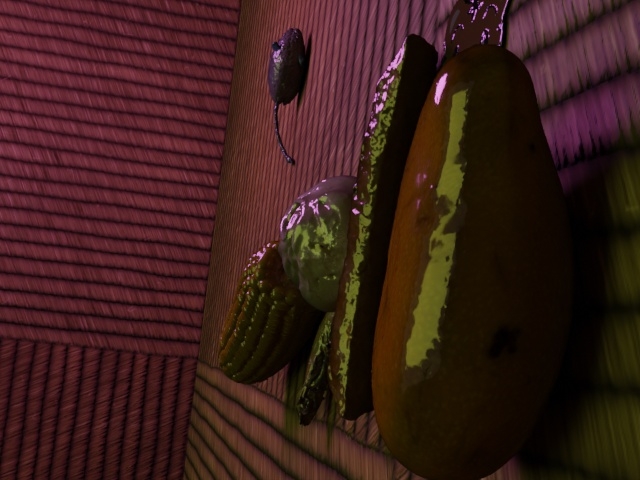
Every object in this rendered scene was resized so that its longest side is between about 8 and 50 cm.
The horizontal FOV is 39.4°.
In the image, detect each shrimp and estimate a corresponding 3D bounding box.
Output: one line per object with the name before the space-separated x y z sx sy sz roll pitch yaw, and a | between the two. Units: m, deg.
shrimp | 0.011 0.160 1.137 0.124 0.034 0.178 -174 101 -75

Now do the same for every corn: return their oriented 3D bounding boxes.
corn | -0.076 0.117 1.328 0.344 0.131 0.131 119 155 -59

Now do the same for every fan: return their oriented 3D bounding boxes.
fan | 0.133 -0.129 0.827 0.152 0.008 0.226 177 101 -76

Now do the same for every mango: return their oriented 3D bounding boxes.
mango | 0.107 0.021 0.613 0.177 0.120 0.295 -119 39 -82

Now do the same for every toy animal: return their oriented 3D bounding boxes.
toy animal | -0.068 -0.270 1.671 0.079 0.070 0.253 -47 -37 -84

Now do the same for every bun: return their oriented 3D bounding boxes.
bun | 0.000 0.000 1.106 0.183 0.102 0.183 -169 90 -74

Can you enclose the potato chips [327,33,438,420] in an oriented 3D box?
potato chips | 0.062 -0.014 0.960 0.080 0.057 0.407 24 106 63
